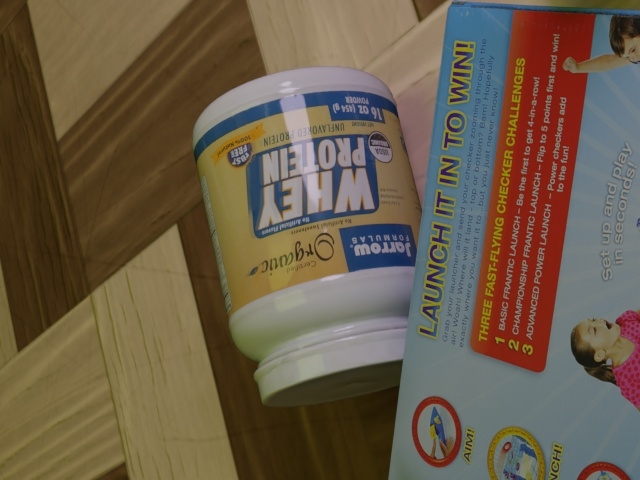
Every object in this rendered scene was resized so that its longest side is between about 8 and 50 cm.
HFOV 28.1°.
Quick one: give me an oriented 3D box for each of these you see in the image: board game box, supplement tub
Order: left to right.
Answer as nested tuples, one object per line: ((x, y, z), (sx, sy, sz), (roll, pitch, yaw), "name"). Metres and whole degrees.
((0.000, 0.000, 0.857), (0.144, 0.144, 0.199), (-30, 67, 46), "supplement tub")
((0.182, 0.035, 0.682), (0.302, 0.086, 0.308), (17, 102, 50), "board game box")
